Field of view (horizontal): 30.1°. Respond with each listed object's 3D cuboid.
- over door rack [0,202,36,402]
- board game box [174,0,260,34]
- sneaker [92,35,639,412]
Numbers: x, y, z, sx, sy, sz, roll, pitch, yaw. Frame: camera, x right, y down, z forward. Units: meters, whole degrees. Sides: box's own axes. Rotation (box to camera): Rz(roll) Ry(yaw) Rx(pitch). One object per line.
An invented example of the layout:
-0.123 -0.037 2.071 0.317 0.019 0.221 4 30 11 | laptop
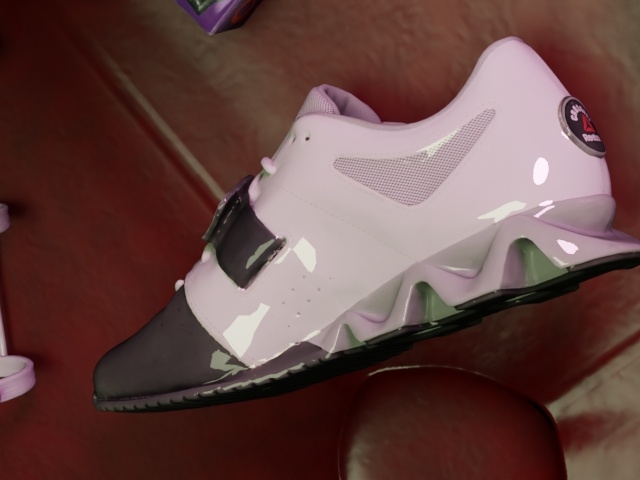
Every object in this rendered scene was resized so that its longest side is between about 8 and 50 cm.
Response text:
-0.355 -0.007 0.778 0.324 0.108 0.239 1 105 22 | over door rack
-0.019 -0.300 0.594 0.208 0.056 0.347 43 116 1 | board game box
0.000 0.000 0.648 0.331 0.122 0.146 -24 77 27 | sneaker
